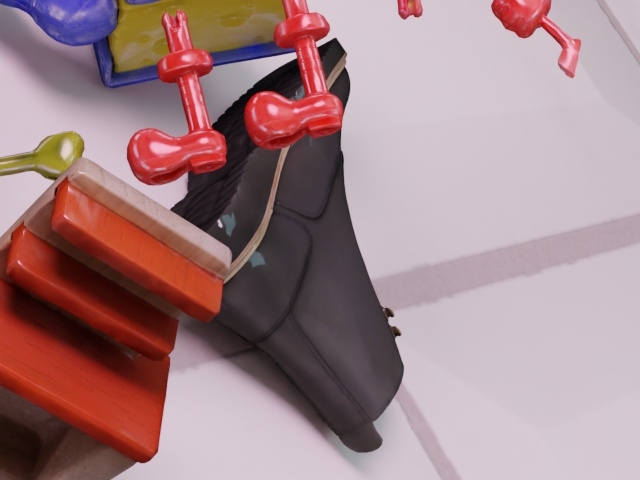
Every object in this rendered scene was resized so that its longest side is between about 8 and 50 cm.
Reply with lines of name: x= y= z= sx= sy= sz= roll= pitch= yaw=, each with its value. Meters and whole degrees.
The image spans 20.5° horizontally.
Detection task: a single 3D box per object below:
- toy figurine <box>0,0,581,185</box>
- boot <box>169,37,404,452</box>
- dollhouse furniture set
toy figurine: x=-0.079 y=-0.097 z=0.814 sx=0.363 sy=0.217 sz=0.191 roll=-14 pitch=79 yaw=-8
boot: x=0.000 y=0.000 z=0.871 sx=0.137 sy=0.077 sz=0.198 roll=48 pitch=40 yaw=-18
dollhouse furniture set: x=-0.109 y=0.108 z=0.562 sx=0.262 sy=0.135 sz=0.259 roll=33 pitch=37 yaw=-24
